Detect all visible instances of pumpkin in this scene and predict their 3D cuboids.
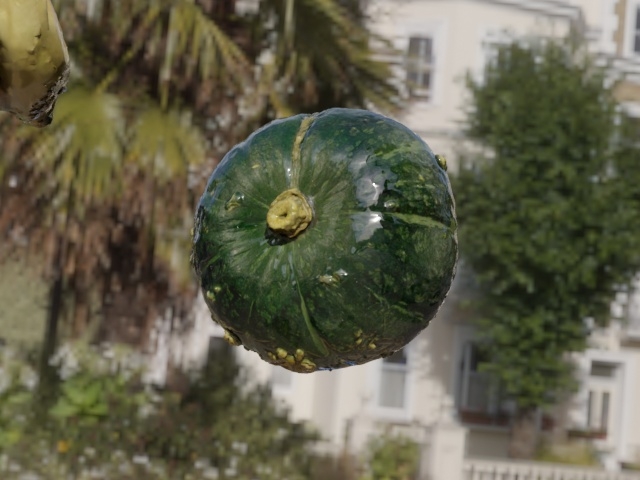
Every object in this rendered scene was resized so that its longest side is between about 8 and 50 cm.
[{"bbox_3d":[0.002,0.000,0.969,0.190,0.190,0.146,0,-5,40],"label":"pumpkin"}]

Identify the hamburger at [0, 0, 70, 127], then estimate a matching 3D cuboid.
[{"bbox_3d":[-0.211,-0.159,0.720,0.124,0.262,0.131,-18,6,-11],"label":"hamburger"}]
